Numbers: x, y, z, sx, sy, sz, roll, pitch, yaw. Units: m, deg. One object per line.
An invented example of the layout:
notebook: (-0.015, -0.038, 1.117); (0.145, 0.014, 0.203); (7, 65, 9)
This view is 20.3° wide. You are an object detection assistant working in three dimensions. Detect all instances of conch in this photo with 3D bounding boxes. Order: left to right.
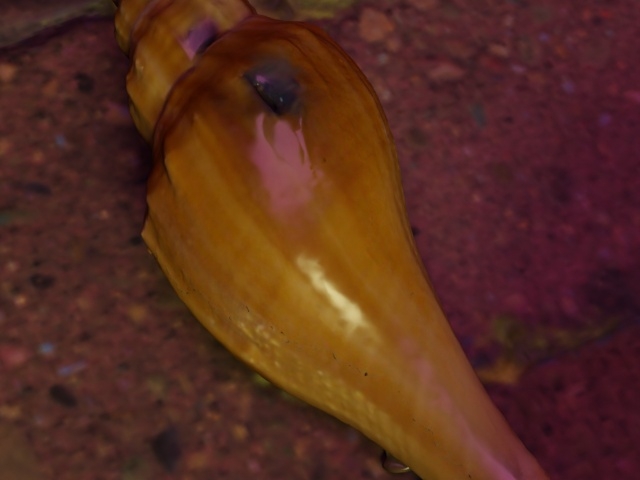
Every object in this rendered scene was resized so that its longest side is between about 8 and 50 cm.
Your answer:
conch: (0.001, -0.003, 0.705); (0.109, 0.093, 0.330); (-26, 64, -25)
